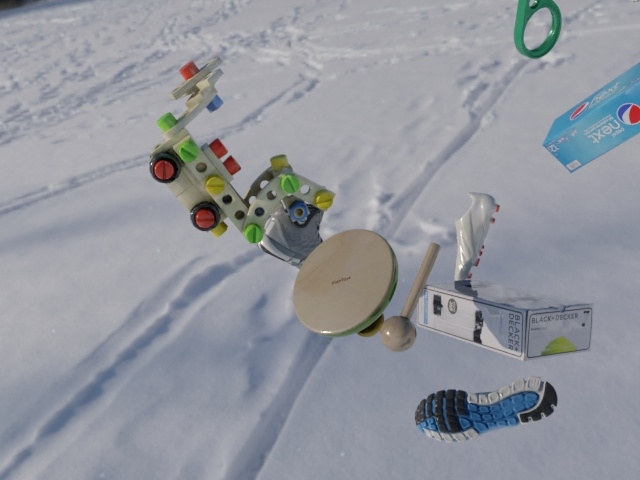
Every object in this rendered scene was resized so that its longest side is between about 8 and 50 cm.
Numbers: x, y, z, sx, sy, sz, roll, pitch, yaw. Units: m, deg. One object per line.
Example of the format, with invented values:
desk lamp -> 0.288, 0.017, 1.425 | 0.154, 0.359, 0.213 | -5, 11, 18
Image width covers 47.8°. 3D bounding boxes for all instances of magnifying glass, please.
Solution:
magnifying glass -> 0.342, -0.398, 1.175 | 0.092, 0.231, 0.026 | -38, 44, -8

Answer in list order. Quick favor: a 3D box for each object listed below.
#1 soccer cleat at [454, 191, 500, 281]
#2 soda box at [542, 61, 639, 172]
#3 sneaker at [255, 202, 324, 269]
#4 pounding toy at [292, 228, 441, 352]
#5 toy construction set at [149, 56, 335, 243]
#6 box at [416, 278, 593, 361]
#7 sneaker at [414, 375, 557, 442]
soccer cleat -> 0.308, -0.005, 1.500 | 0.076, 0.196, 0.068 | 20, 10, 12
soda box -> 0.425, -0.184, 1.040 | 0.071, 0.067, 0.210 | -55, 11, -35
sneaker -> 0.000, 0.000, 1.353 | 0.228, 0.132, 0.086 | 27, -1, -28
pounding toy -> 0.080, 0.088, 1.126 | 0.236, 0.110, 0.183 | 8, 66, 41
toy construction set -> -0.149, -0.131, 1.174 | 0.215, 0.328, 0.151 | -36, 9, 2
box -> 0.329, 0.138, 1.329 | 0.169, 0.087, 0.290 | -2, 6, -31
sneaker -> 0.224, 0.235, 0.977 | 0.190, 0.083, 0.071 | -11, 68, 15
